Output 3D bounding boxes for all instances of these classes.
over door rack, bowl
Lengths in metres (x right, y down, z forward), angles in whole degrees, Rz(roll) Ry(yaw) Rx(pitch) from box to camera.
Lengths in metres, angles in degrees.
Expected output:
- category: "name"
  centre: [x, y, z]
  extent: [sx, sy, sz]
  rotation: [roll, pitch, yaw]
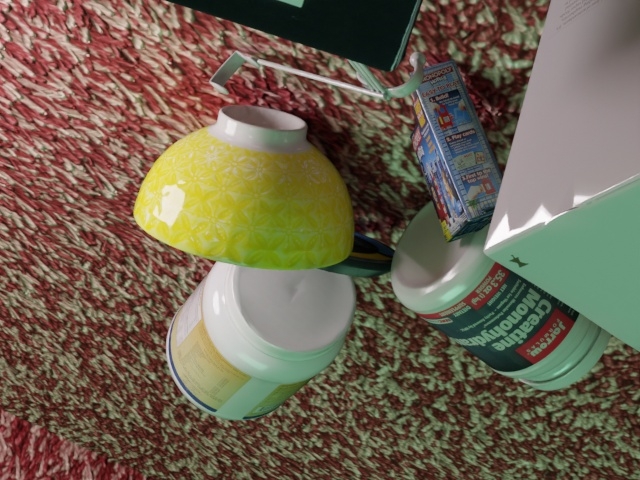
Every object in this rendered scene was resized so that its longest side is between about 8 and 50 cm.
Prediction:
- category: "over door rack"
  centre: [-0.057, -0.270, 1.545]
  extent: [0.324, 0.108, 0.239]
  rotation: [9, 152, 44]
- category: "bowl"
  centre: [-0.086, -0.085, 1.774]
  extent: [0.290, 0.289, 0.156]
  rotation: [13, 109, 8]

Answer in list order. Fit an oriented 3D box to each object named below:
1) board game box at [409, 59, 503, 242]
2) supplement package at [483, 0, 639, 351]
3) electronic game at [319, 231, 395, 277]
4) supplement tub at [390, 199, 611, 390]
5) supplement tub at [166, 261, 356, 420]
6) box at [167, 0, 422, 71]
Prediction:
- category: "board game box"
  centre: [0.159, -0.107, 1.651]
  extent: [0.060, 0.194, 0.194]
  rotation: [-17, 174, -5]
- category: "supplement package"
  centre: [0.265, -0.093, 0.996]
  extent: [0.175, 0.293, 0.177]
  rotation: [31, 149, -20]
- category: "electronic game"
  centre: [0.000, 0.000, 1.907]
  extent: [0.229, 0.048, 0.229]
  rotation: [15, -170, -3]
- category: "supplement tub"
  centre: [0.246, 0.067, 1.849]
  extent: [0.272, 0.191, 0.191]
  rotation: [35, 146, -29]
- category: "supplement tub"
  centre: [-0.091, 0.130, 2.106]
  extent: [0.228, 0.228, 0.316]
  rotation: [24, 150, -12]
- category: "box"
  centre: [-0.016, -0.373, 1.028]
  extent: [0.294, 0.395, 0.212]
  rotation: [17, 150, -1]
